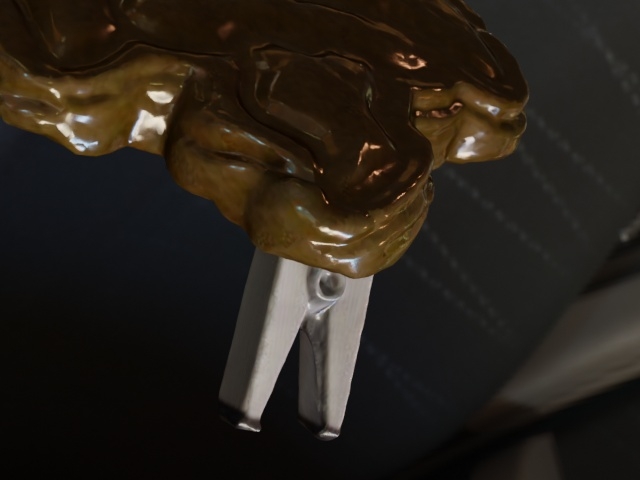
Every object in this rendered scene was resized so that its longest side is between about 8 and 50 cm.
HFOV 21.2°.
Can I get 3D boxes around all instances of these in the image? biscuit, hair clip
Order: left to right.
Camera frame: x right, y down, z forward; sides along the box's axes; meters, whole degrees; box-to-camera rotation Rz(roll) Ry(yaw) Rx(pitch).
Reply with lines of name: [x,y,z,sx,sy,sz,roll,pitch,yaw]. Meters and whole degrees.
biscuit: [-0.045,-0.091,0.541,0.208,0.041,0.290,1,37,-33]
hair clip: [0.002,0.000,1.422,0.101,0.085,0.331,13,92,-19]
